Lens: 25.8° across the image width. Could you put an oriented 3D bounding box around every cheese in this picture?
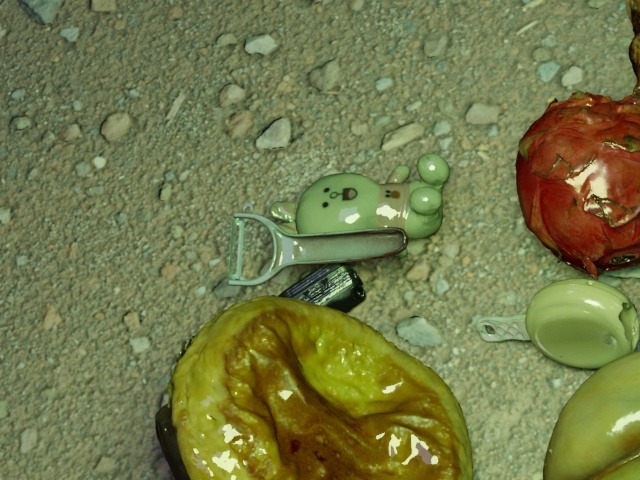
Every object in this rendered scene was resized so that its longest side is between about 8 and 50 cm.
[{"bbox_3d":[0.314,0.115,1.886,0.227,0.137,0.064,-5,34,35],"label":"cheese"}]

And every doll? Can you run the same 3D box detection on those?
[{"bbox_3d":[0.065,-0.037,2.032,0.275,0.113,0.155,-13,55,18],"label":"doll"}]

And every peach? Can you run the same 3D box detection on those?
[{"bbox_3d":[0.417,0.280,1.712,0.292,0.247,0.292,-2,87,38],"label":"peach"}]

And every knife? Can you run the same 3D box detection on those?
[{"bbox_3d":[0.001,0.000,1.966,0.278,0.053,0.123,-3,80,25],"label":"knife"}]

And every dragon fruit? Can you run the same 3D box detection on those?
[{"bbox_3d":[0.378,-0.082,1.892,0.241,0.241,0.252,-26,91,4],"label":"dragon fruit"}]

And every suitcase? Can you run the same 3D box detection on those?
[{"bbox_3d":[0.000,0.081,2.004,0.126,0.086,0.059,-34,63,-1],"label":"suitcase"}]

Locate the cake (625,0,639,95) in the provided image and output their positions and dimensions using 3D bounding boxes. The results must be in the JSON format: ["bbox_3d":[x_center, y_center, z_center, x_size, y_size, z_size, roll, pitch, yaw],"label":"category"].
[{"bbox_3d":[0.542,-0.296,1.949,0.293,0.196,0.199,-29,60,0],"label":"cake"}]

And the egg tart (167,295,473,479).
[{"bbox_3d":[-0.009,0.273,1.806,0.178,0.443,0.443,-53,53,38],"label":"egg tart"}]

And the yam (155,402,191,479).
[{"bbox_3d":[-0.134,0.327,1.907,0.129,0.128,0.238,-33,62,2],"label":"yam"}]
